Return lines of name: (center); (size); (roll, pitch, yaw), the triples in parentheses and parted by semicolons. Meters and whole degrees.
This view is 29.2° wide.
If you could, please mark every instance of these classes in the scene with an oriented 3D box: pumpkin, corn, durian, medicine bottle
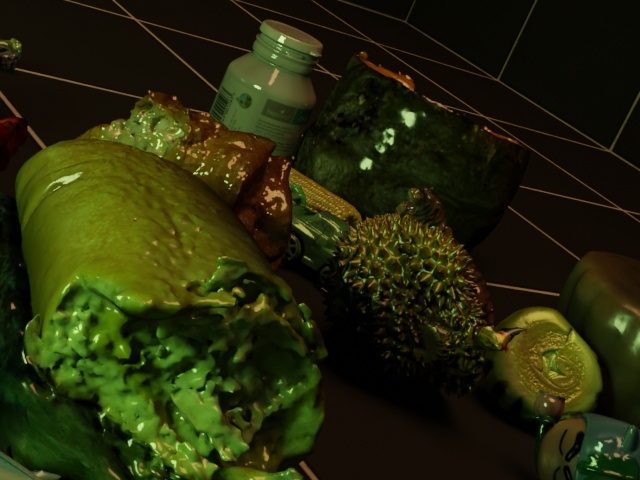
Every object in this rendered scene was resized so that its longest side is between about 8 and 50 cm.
pumpkin: (0.130, -0.112, 1.755); (0.303, 0.225, 0.256); (28, 13, 16)
corn: (-0.018, -0.052, 1.657); (0.085, 0.063, 0.165); (-8, 33, -43)
durian: (0.086, 0.076, 1.272); (0.138, 0.193, 0.237); (-11, 19, -31)
medicine bottle: (-0.079, -0.196, 1.739); (0.135, 0.215, 0.135); (22, 18, -8)

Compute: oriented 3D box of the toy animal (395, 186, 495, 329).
toy animal: (0.164, 0.064, 1.463); (0.255, 0.116, 0.114); (55, 14, 24)

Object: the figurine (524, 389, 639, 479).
figurine: (0.266, 0.216, 1.214); (0.145, 0.114, 0.178); (23, 5, 21)

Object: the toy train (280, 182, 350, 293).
toy train: (0.000, 0.000, 1.505); (0.149, 0.081, 0.099); (30, 18, 18)

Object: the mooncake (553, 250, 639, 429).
mooncake: (0.405, 0.147, 1.479); (0.290, 0.161, 0.290); (23, 18, -8)

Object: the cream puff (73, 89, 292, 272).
cream puff: (-0.145, -0.047, 1.276); (0.269, 0.155, 0.241); (31, -24, 13)

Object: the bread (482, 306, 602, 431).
bread: (0.245, 0.145, 1.363); (0.139, 0.130, 0.071); (33, -24, 6)

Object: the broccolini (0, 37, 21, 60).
broccolini: (-0.578, -0.310, 1.635); (0.392, 0.074, 0.078); (7, 62, -36)

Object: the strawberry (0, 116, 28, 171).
strawberry: (-0.420, -0.090, 1.147); (0.265, 0.149, 0.336); (24, 6, 21)

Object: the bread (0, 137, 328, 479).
bread: (-0.144, 0.052, 0.996); (0.251, 0.208, 0.376); (21, 14, -25)

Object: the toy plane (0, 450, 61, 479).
toy plane: (-0.141, 0.199, 0.725); (0.326, 0.104, 0.223); (21, 18, -23)

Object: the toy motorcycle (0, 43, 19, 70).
toy motorcycle: (-0.476, -0.216, 1.451); (0.204, 0.108, 0.239); (10, 4, -3)
